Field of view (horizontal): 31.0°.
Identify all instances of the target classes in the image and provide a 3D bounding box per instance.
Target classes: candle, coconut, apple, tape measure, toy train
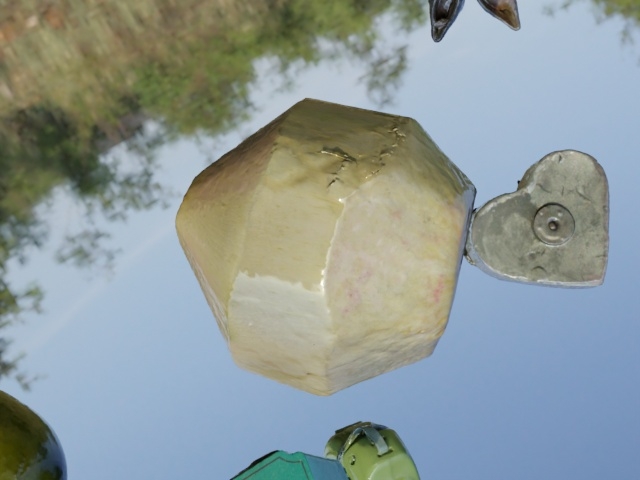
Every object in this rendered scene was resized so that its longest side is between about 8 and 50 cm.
[{"bbox_3d":[0.280,-0.009,1.403,0.192,0.168,0.068,-40,175,-3],"label":"candle"},{"bbox_3d":[0.000,0.000,0.992,0.259,0.259,0.259,-27,-168,6],"label":"coconut"},{"bbox_3d":[-0.362,0.246,1.189,0.196,0.196,0.157,-23,-155,25],"label":"apple"},{"bbox_3d":[0.065,0.320,1.471,0.106,0.200,0.175,-21,-171,-22],"label":"tape measure"},{"bbox_3d":[-0.041,0.314,1.236,0.198,0.154,0.107,-35,149,20],"label":"toy train"}]

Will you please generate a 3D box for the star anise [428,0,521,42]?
[{"bbox_3d":[0.174,-0.364,1.402,0.223,0.236,0.109,-49,-169,29],"label":"star anise"}]
